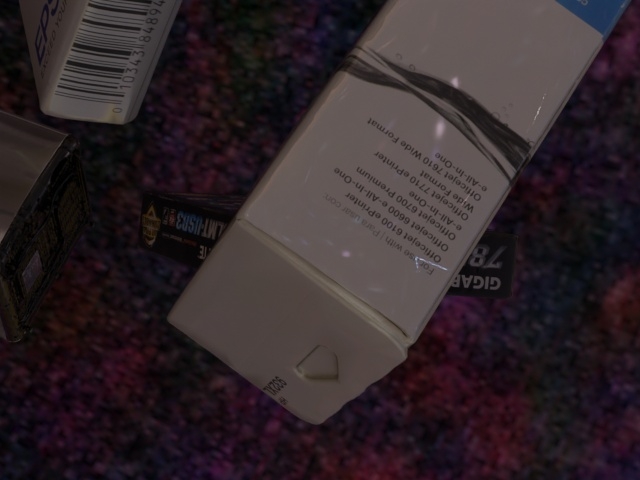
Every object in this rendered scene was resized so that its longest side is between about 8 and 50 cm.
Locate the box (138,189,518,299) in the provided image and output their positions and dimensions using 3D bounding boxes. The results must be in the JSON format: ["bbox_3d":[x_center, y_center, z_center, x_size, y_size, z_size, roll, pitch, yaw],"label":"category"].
[{"bbox_3d":[0.000,0.000,1.733,0.296,0.293,0.073,3,94,-25],"label":"box"}]

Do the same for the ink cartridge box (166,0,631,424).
[{"bbox_3d":[0.052,-0.058,1.099,0.307,0.129,0.223,-56,-177,-24],"label":"ink cartridge box"}]

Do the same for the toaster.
[{"bbox_3d":[-0.300,-0.019,1.629,0.185,0.110,0.168,94,20,-63],"label":"toaster"}]

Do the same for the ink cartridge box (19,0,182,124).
[{"bbox_3d":[-0.122,-0.296,1.015,0.071,0.330,0.324,3,135,-26],"label":"ink cartridge box"}]
